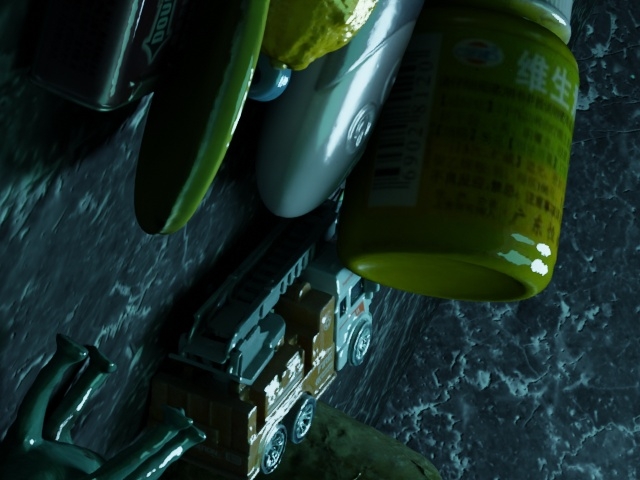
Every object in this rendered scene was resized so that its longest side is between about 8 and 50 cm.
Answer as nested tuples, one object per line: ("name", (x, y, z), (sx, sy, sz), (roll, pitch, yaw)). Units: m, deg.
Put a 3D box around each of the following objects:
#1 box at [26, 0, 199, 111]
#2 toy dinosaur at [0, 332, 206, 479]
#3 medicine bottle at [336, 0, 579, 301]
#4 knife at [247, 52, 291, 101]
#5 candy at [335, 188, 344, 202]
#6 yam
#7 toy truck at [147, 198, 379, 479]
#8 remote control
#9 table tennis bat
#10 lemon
("box", (-0.103, -0.197, 0.931), (0.120, 0.069, 0.224), (-42, 154, -63))
("toy dinosaur", (-0.240, 0.241, 1.202), (0.331, 0.129, 0.383), (-53, 167, -7))
("medicine bottle", (0.150, -0.144, 1.583), (0.224, 0.224, 0.384), (67, 30, -74))
("knife", (-0.010, -0.230, 1.291), (0.032, 0.058, 0.244), (16, 100, -57))
("candy", (0.000, 0.000, 1.834), (0.062, 0.058, 0.194), (63, 33, -33))
("yam", (-0.017, 0.273, 1.715), (0.195, 0.300, 0.195), (-59, 177, -6))
("toy truck", (-0.044, 0.081, 1.593), (0.338, 0.133, 0.184), (-48, 149, -49))
("remote control", (0.024, -0.175, 1.430), (0.221, 0.103, 0.332), (-51, 162, -76))
("table tennis bat", (-0.053, -0.157, 1.009), (0.224, 0.054, 0.368), (-91, -156, -44))
("lemon", (-0.006, -0.207, 1.218), (0.155, 0.114, 0.114), (-68, 168, 11))
